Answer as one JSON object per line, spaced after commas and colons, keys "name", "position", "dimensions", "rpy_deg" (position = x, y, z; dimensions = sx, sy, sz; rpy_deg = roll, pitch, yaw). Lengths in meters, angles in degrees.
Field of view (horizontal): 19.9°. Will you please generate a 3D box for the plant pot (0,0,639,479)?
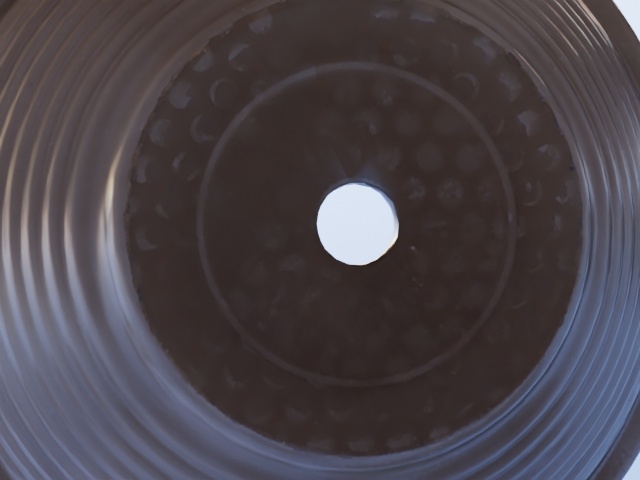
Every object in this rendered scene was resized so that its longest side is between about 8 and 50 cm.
{"name": "plant pot", "position": [0.000, 0.000, 0.495], "dimensions": [0.237, 0.237, 0.110], "rpy_deg": [-6, 179, -10]}
